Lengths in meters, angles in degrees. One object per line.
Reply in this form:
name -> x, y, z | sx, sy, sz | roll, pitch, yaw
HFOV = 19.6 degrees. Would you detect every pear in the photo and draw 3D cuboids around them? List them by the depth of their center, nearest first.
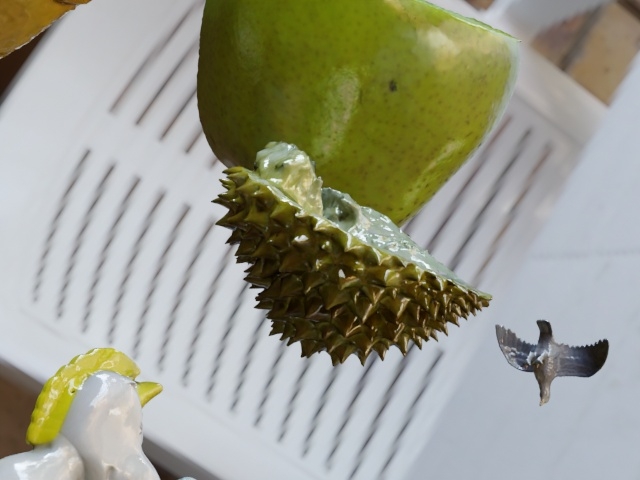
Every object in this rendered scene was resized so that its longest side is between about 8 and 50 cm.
pear -> 0.026, -0.134, 1.975 | 0.318, 0.342, 0.238 | -66, 30, 13

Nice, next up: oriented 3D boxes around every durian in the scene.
durian -> 0.000, 0.000, 1.702 | 0.166, 0.172, 0.306 | -32, 37, -23

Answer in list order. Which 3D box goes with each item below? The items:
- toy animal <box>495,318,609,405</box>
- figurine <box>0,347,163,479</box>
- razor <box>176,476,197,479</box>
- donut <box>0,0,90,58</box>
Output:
toy animal -> 0.139, 0.076, 1.140 | 0.084, 0.028, 0.050 | 8, 69, 42
figurine -> -0.175, 0.157, 1.319 | 0.178, 0.129, 0.109 | -30, 7, -29
razor -> -0.165, 0.185, 1.155 | 0.232, 0.106, 0.068 | -21, 43, 36
donut -> -0.121, -0.147, 0.786 | 0.259, 0.101, 0.152 | -34, 12, -10
